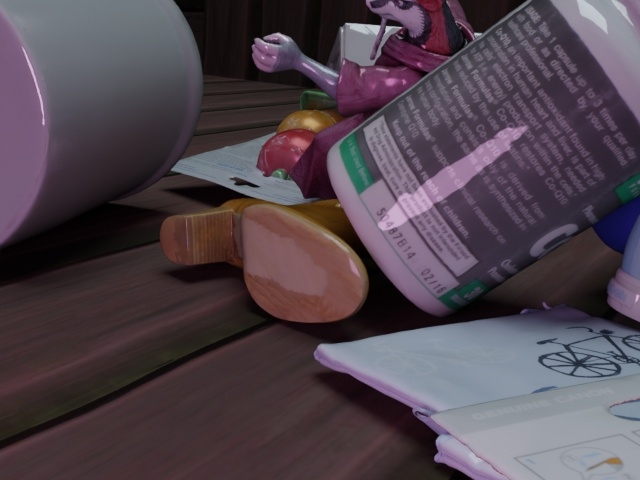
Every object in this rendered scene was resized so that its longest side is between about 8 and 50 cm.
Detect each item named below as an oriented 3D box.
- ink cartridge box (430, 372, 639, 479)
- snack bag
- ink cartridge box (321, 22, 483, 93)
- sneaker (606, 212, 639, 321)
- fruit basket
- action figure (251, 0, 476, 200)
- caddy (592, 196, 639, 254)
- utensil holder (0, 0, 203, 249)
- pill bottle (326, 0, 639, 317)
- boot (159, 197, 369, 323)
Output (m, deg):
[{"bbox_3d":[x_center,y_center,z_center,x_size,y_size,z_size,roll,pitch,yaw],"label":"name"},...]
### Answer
[{"bbox_3d":[0.266,0.161,0.384,0.308,0.091,0.385,-5,15,-21],"label":"ink cartridge box"},{"bbox_3d":[0.202,0.116,0.663,0.323,0.037,0.342,-5,14,-36],"label":"snack bag"},{"bbox_3d":[0.210,-0.262,1.697,0.395,0.166,0.285,3,-13,-6],"label":"ink cartridge box"},{"bbox_3d":[0.451,0.033,0.800,0.366,0.150,0.135,11,16,-7],"label":"sneaker"},{"bbox_3d":[0.000,-0.111,1.349,0.353,0.165,0.327,-28,31,-37],"label":"fruit basket"},{"bbox_3d":[0.092,-0.141,0.995,0.276,0.370,0.248,44,64,13],"label":"action figure"},{"bbox_3d":[0.452,-0.067,0.992,0.341,0.241,0.179,18,-4,-37],"label":"caddy"},{"bbox_3d":[-0.350,-0.167,1.025,0.327,0.328,0.385,7,15,11],"label":"utensil holder"},{"bbox_3d":[0.202,-0.104,0.834,0.361,0.204,0.204,-35,4,17],"label":"pill bottle"},{"bbox_3d":[-0.001,0.001,0.916,0.211,0.104,0.295,-9,15,-42],"label":"boot"}]
